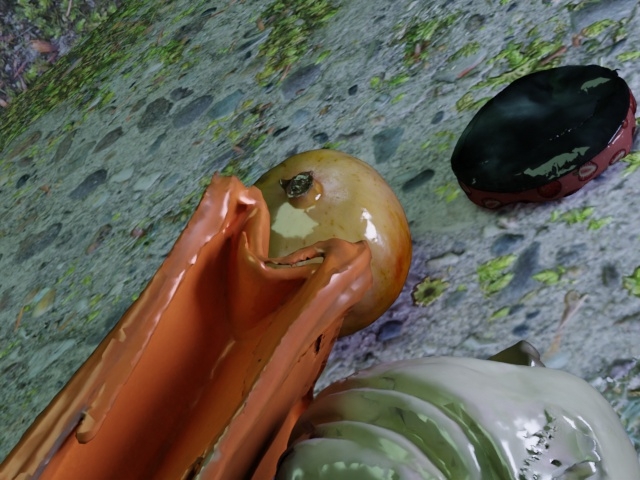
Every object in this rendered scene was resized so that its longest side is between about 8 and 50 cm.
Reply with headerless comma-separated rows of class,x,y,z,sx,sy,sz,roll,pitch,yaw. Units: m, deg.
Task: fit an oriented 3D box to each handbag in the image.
handbag,-0.097,0.162,0.584,0.116,0.410,0.303,28,64,7

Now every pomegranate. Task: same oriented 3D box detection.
pomegranate,-0.002,0.002,0.841,0.191,0.191,0.191,-24,36,19

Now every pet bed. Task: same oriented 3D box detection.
pet bed,0.233,-0.112,0.881,0.201,0.053,0.201,-25,36,20

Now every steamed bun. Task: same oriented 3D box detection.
steamed bun,0.060,0.202,0.465,0.275,0.206,0.320,-69,29,23

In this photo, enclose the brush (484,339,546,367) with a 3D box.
brush,0.168,0.188,0.574,0.084,0.071,0.301,-29,40,6
